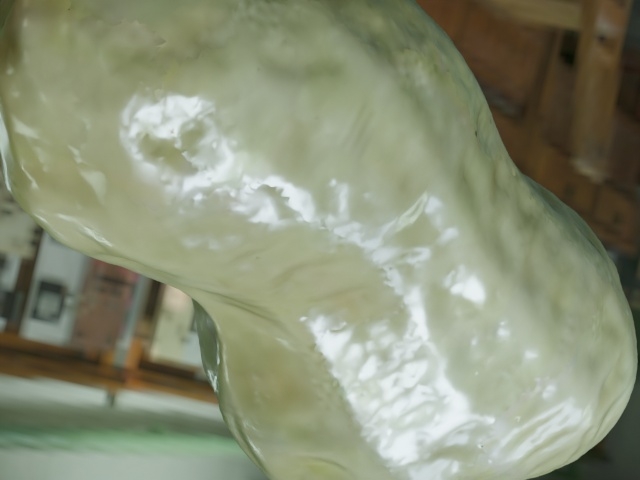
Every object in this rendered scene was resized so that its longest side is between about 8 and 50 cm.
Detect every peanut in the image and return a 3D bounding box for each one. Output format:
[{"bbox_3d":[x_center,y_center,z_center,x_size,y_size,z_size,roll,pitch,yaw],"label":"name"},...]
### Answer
[{"bbox_3d":[0.000,0.000,0.552,0.111,0.125,0.274,33,172,45],"label":"peanut"}]
